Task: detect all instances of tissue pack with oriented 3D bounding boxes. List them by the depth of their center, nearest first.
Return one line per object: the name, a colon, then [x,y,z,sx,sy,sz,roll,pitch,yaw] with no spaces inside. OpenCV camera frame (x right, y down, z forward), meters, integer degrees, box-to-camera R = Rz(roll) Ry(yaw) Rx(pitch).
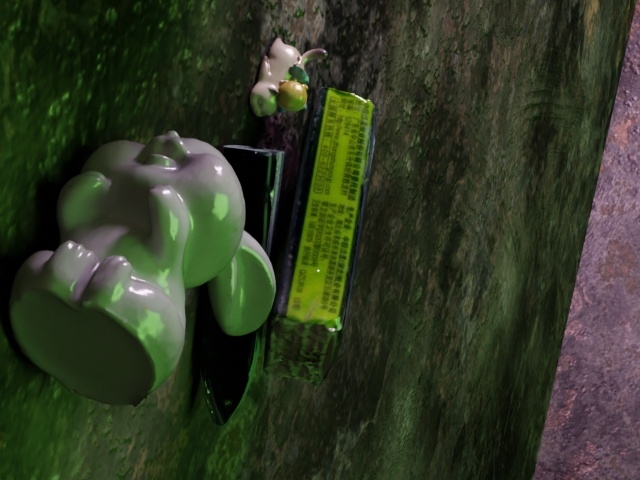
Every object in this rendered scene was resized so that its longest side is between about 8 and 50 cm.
tissue pack: [0.000,0.000,1.172,0.173,0.073,0.235,102,-1,-67]

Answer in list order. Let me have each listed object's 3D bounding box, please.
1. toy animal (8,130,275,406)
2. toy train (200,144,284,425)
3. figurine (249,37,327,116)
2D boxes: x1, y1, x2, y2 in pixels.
toy animal: [-0.123,0.025,0.886,0.193,0.127,0.178,-56,151,-48]
toy train: [-0.074,0.041,1.120,0.048,0.055,0.252,-39,137,-81]
figurine: [-0.030,-0.149,1.150,0.047,0.050,0.083,58,45,-52]
